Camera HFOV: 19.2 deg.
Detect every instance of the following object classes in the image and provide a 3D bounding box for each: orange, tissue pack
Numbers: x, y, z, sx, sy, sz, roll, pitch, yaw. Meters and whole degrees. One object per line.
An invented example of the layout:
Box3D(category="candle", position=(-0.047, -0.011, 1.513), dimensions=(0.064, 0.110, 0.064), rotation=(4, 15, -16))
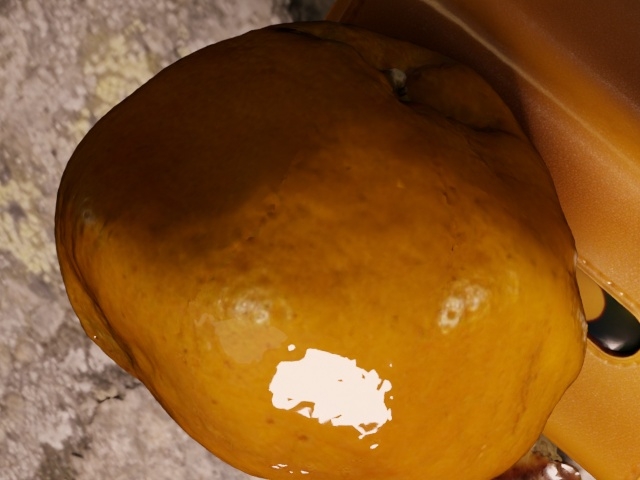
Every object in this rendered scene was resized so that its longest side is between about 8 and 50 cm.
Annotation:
Box3D(category="orange", position=(0.000, 0.000, 0.843), dimensions=(0.249, 0.249, 0.183), rotation=(20, 108, 24))
Box3D(category="tissue pack", position=(0.125, -0.031, 0.975), dimensions=(0.274, 0.145, 0.194), rotation=(40, 128, 9))

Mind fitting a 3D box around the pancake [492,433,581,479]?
Box3D(category="pancake", position=(0.057, 0.102, 1.147), dimensions=(0.212, 0.056, 0.257), rotation=(50, 131, 1))
